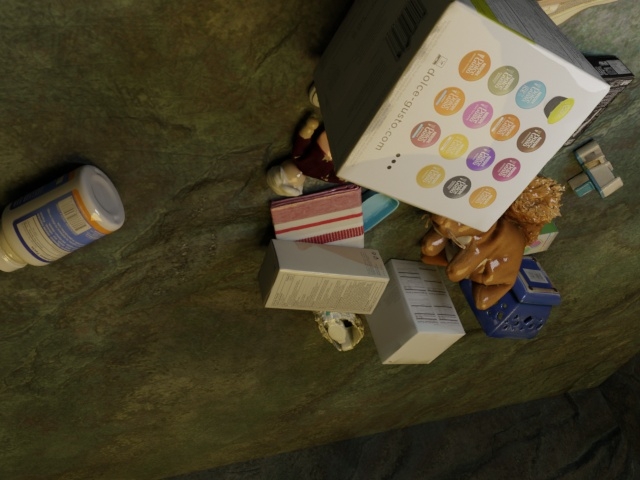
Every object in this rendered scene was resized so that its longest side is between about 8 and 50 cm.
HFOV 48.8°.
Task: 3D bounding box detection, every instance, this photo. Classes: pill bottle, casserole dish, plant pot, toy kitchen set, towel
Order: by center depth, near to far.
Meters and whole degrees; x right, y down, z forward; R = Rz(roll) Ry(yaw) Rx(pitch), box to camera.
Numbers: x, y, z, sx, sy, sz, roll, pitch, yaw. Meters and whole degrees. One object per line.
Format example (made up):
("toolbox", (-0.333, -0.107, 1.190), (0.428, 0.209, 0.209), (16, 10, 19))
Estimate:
("pill bottle", (-0.569, -0.038, 1.495), (0.271, 0.152, 0.152), (-25, 147, 10))
("towel", (0.000, 0.000, 1.875), (0.236, 0.037, 0.329), (-12, 134, -5))
("casserole dish", (0.123, -0.080, 1.893), (0.188, 0.037, 0.114), (-39, 142, 27))
("toy kitchen set", (0.772, -0.159, 1.985), (0.122, 0.166, 0.207), (-33, 145, 20))
("plant pot", (0.649, 0.177, 2.374), (0.235, 0.236, 0.212), (7, 133, -34))

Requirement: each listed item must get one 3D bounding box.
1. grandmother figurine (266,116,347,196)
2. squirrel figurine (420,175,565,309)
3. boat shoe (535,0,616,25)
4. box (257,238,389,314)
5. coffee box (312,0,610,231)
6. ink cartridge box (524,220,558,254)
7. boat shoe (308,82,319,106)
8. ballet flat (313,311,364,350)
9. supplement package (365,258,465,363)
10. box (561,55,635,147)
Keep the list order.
("grandmother figurine", (0.021, -0.204, 1.609), (0.342, 0.104, 0.208), (-30, 120, 23))
("squirrel figurine", (0.453, -0.069, 1.931), (0.396, 0.281, 0.370), (-33, 137, -4))
("boat shoe", (0.523, -0.522, 1.357), (0.341, 0.122, 0.110), (-28, 147, 17))
("box", (0.005, 0.098, 1.858), (0.310, 0.121, 0.148), (7, 129, -23))
("coffee box", (0.224, -0.283, 1.257), (0.334, 0.338, 0.338), (19, 126, -25))
("ink cartridge box", (0.635, -0.003, 2.245), (0.209, 0.062, 0.109), (-10, 147, -13))
("boat shoe", (0.082, -0.329, 1.461), (0.226, 0.076, 0.083), (-27, 147, 13))
("ballet flat", (0.058, 0.291, 2.328), (0.146, 0.147, 0.409), (-23, 148, 7))
("supplement package", (0.281, 0.227, 2.219), (0.197, 0.263, 0.199), (6, 141, -33))
("box", (0.561, -0.312, 1.660), (0.307, 0.077, 0.242), (-15, 152, -37))
